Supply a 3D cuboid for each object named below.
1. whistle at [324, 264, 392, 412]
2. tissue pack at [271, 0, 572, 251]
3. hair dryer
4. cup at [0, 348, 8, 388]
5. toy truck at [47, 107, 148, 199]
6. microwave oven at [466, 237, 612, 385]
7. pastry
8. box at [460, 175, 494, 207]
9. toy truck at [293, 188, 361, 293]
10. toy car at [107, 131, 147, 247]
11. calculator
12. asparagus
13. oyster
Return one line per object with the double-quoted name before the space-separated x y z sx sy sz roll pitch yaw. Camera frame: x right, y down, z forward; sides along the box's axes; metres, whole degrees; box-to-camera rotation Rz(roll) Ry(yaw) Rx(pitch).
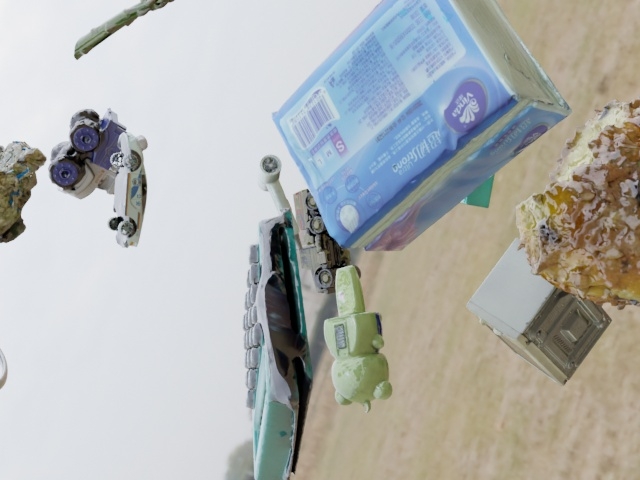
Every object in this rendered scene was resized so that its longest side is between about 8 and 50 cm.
"whistle" 0.055 0.153 1.522 0.085 0.105 0.227 7 -109 -50
"tissue pack" 0.101 -0.138 1.076 0.263 0.198 0.146 -41 -27 30
"hair dryer" -0.067 -0.063 1.856 0.044 0.183 0.155 -25 -7 -7
"cup" -0.626 0.204 1.635 0.142 0.173 0.134 -111 -3 -53
"toy truck" -0.511 -0.191 2.241 0.213 0.177 0.161 -56 23 12
"microwave oven" 0.415 0.131 1.818 0.194 0.145 0.240 -51 -44 -1
"pastry" 0.528 -0.042 1.609 0.405 0.337 0.292 -47 -4 -38
"box" 0.214 -0.136 1.464 0.226 0.042 0.161 -146 66 -80
"toy truck" 0.004 0.001 2.335 0.127 0.127 0.257 -5 -98 -56
"toy car" -0.337 -0.087 1.731 0.095 0.056 0.205 -168 82 -64
"calculator" -0.059 0.128 1.183 0.248 0.058 0.274 102 165 -51
"asparagus" -0.283 -0.317 1.417 0.236 0.027 0.034 -21 2 32
"oyster" -0.466 -0.048 1.260 0.092 0.259 0.198 75 -179 -48
